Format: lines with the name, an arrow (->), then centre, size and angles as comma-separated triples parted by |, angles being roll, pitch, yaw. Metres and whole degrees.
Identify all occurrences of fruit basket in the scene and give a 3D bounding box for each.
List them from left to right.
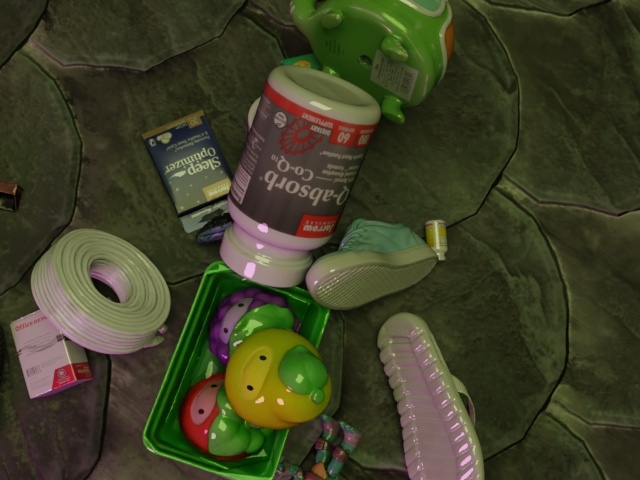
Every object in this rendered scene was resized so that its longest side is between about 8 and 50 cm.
fruit basket -> -0.127, 0.238, 1.597 | 0.283, 0.392, 0.392 | 20, 76, -1

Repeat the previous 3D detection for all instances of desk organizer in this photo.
desk organizer -> -0.663, -0.095, 1.781 | 0.130, 0.047, 0.050 | 11, 79, -3

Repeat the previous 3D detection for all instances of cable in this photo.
cable -> -0.402, 0.095, 1.671 | 0.089, 0.257, 0.257 | -43, 79, 27

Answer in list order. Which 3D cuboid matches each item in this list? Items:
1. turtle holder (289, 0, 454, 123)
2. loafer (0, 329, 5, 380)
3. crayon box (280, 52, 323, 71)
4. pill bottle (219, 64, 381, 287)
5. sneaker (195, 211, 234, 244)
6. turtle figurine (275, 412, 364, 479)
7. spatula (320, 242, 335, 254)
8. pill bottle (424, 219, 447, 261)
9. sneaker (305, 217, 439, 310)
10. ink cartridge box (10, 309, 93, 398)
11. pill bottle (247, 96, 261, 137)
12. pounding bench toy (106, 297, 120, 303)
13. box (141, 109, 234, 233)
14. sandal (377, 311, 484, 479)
turtle holder -> 0.100, -0.387, 1.679 | 0.320, 0.243, 0.227 | 14, 55, 37
loafer -> -0.647, 0.272, 1.675 | 0.087, 0.094, 0.251 | 7, 77, -8
crayon box -> 0.055, -0.330, 1.842 | 0.278, 0.165, 0.081 | -14, 79, -8
pill bottle -> -0.046, -0.112, 1.622 | 0.210, 0.210, 0.363 | 21, 113, -1
sneaker -> -0.140, -0.012, 1.797 | 0.221, 0.083, 0.087 | -7, 106, 4
turtle figurine -> -0.013, 0.447, 1.692 | 0.175, 0.118, 0.234 | 16, 70, 40
spatula -> 0.000, 0.000, 1.832 | 0.084, 0.030, 0.296 | -36, 83, -10
pill bottle -> 0.238, 0.002, 1.848 | 0.043, 0.043, 0.083 | -2, 78, -6
sneaker -> 0.072, 0.032, 1.718 | 0.150, 0.366, 0.135 | 48, 118, 24
ink cartridge box -> -0.509, 0.208, 1.700 | 0.109, 0.063, 0.150 | -22, 79, 17
pill bottle -> -0.093, -0.213, 1.794 | 0.108, 0.180, 0.108 | 1, 77, -6
pounding bench toy -> -0.428, 0.149, 1.748 | 0.065, 0.083, 0.052 | -31, 79, 27
box -> -0.258, -0.141, 1.837 | 0.136, 0.036, 0.225 | -24, 82, -10
sandal -> 0.234, 0.335, 1.739 | 0.102, 0.169, 0.416 | -2, 73, -47
